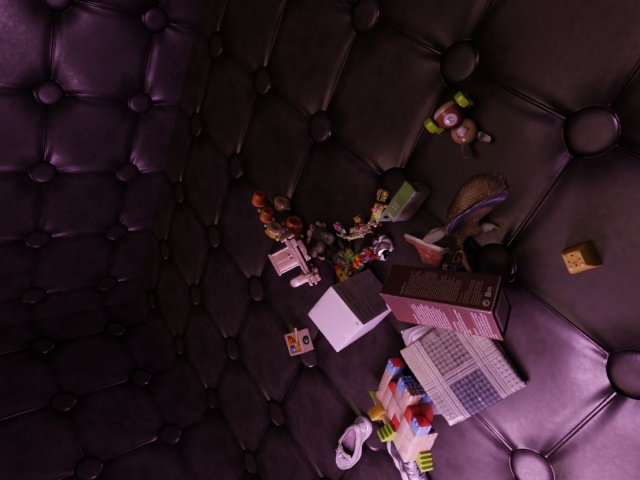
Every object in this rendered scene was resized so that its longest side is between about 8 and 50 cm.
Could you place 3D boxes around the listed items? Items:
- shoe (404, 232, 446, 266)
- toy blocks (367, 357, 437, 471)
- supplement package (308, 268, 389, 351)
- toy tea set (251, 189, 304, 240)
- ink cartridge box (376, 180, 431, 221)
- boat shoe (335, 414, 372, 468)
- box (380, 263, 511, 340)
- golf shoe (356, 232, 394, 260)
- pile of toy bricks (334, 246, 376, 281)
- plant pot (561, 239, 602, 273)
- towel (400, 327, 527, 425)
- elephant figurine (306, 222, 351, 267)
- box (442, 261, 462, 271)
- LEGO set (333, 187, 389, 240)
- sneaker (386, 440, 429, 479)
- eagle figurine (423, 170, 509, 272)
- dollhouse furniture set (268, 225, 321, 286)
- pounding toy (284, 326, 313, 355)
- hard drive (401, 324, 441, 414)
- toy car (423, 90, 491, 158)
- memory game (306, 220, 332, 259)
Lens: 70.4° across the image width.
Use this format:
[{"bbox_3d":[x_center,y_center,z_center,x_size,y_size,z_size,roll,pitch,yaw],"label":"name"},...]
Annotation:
[{"bbox_3d":[0.385,0.035,1.717,0.178,0.063,0.081,26,109,36],"label":"shoe"},{"bbox_3d":[0.334,0.632,1.736,0.381,0.191,0.260,-120,38,-54],"label":"toy blocks"},{"bbox_3d":[0.134,0.278,1.851,0.198,0.263,0.199,50,128,18],"label":"supplement package"},{"bbox_3d":[-0.221,-0.112,2.241,0.336,0.200,0.124,60,147,35],"label":"toy tea set"},{"bbox_3d":[0.317,-0.129,1.731,0.062,0.109,0.209,54,129,27],"label":"ink cartridge box"},{"bbox_3d":[0.133,0.936,2.079,0.118,0.103,0.320,43,124,33],"label":"boat shoe"},{"bbox_3d":[0.416,0.201,1.520,0.382,0.191,0.143,4,55,36],"label":"box"},{"bbox_3d":[0.224,0.057,1.878,0.198,0.077,0.094,-47,63,40],"label":"golf shoe"},{"bbox_3d":[0.133,0.078,1.854,0.105,0.118,0.212,54,149,14],"label":"pile of toy bricks"},{"bbox_3d":[0.754,0.053,1.327,0.081,0.083,0.081,-29,76,44],"label":"plant pot"},{"bbox_3d":[0.490,0.437,1.595,0.312,0.056,0.324,-38,75,18],"label":"towel"},{"bbox_3d":[0.070,0.046,1.998,0.169,0.239,0.186,-1,68,61],"label":"elephant figurine"},{"bbox_3d":[0.471,0.166,1.651,0.054,0.059,0.168,15,106,41],"label":"box"},{"bbox_3d":[0.181,-0.083,1.849,0.287,0.107,0.132,-38,87,28],"label":"LEGO set"},{"bbox_3d":[0.383,0.884,1.815,0.268,0.101,0.153,55,133,28],"label":"sneaker"},{"bbox_3d":[0.499,-0.075,1.506,0.226,0.225,0.298,40,134,47],"label":"eagle figurine"},{"bbox_3d":[-0.126,0.119,1.982,0.174,0.355,0.303,-28,102,2],"label":"dollhouse furniture set"},{"bbox_3d":[-0.112,0.499,2.269,0.141,0.100,0.130,-27,77,45],"label":"pounding toy"},{"bbox_3d":[0.461,0.466,1.705,0.237,0.064,0.338,-31,74,44],"label":"hard drive"},{"bbox_3d":[0.474,-0.374,1.524,0.155,0.149,0.188,-39,79,31],"label":"toy car"},{"bbox_3d":[0.000,0.000,2.145,0.186,0.012,0.186,9,102,44],"label":"memory game"}]
